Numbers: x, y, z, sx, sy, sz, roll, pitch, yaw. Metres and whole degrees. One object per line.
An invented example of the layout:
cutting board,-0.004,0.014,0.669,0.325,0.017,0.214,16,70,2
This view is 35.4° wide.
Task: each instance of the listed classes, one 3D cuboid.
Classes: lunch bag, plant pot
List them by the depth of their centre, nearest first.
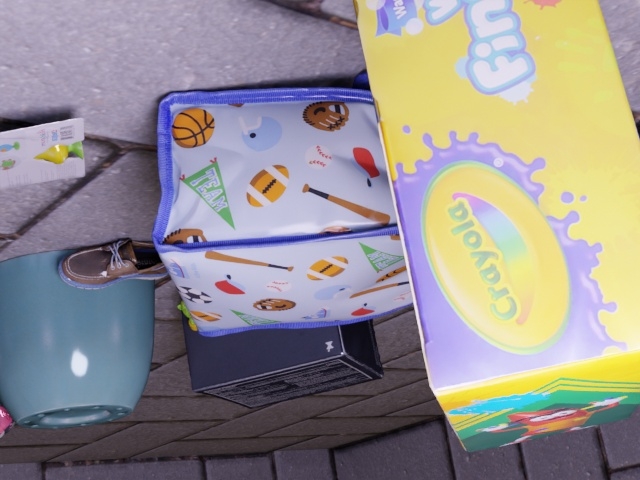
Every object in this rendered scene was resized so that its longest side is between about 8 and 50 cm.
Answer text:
lunch bag,0.018,-0.036,1.211,0.386,0.238,0.328,-2,160,2
plant pot,-0.402,0.173,1.619,0.293,0.235,0.293,-9,162,-3

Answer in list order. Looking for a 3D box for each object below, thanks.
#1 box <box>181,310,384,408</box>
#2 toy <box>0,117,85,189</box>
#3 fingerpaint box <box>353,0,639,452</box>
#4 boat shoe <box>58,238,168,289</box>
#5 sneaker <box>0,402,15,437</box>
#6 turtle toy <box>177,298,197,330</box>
box,-0.066,0.191,1.908,0.296,0.182,0.294,-15,162,12
toy,-0.384,-0.099,1.110,0.237,0.056,0.137,-9,158,-16
fingerpaint box,0.135,-0.082,0.796,0.163,0.444,0.371,-13,161,7
boat shoe,-0.303,0.027,1.517,0.183,0.066,0.066,-8,159,-36
sneaker,-0.553,0.258,1.751,0.112,0.120,0.299,-11,-168,-16
turtle toy,-0.189,0.102,1.770,0.130,0.066,0.095,-10,138,-4
